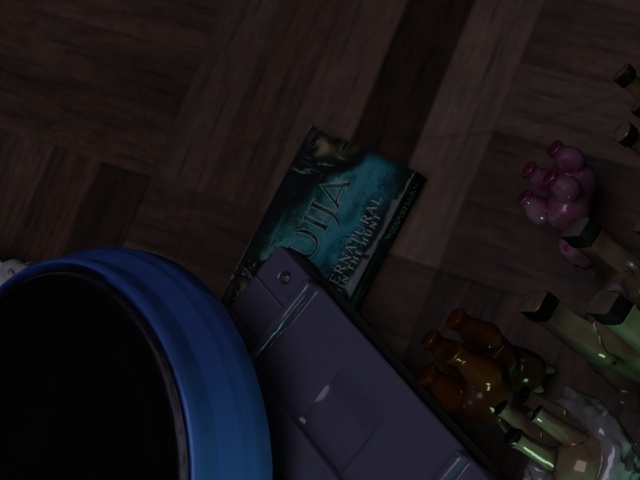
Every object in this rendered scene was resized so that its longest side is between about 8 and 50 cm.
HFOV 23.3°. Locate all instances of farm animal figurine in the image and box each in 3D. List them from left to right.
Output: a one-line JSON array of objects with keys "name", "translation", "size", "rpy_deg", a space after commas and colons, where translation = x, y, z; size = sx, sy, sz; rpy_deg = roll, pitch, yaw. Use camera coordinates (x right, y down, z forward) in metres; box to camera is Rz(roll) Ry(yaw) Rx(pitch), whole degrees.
[{"name": "farm animal figurine", "translation": [0.247, 0.043, 1.170], "size": [0.330, 0.172, 0.327], "rpy_deg": [-53, 17, 3]}]

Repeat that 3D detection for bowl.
[{"name": "bowl", "translation": [-0.203, 0.197, 1.322], "size": [0.391, 0.077, 0.391], "rpy_deg": [-6, 82, 43]}]

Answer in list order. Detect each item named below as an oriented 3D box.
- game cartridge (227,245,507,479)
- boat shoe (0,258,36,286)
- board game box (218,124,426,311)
[{"name": "game cartridge", "translation": [-0.006, 0.190, 1.266], "size": [0.230, 0.068, 0.355], "rpy_deg": [-49, 47, 7]}, {"name": "boat shoe", "translation": [-0.281, 0.061, 1.518], "size": [0.076, 0.083, 0.226], "rpy_deg": [-42, 71, -2]}, {"name": "board game box", "translation": [0.000, 0.000, 1.408], "size": [0.126, 0.026, 0.186], "rpy_deg": [26, 87, 32]}]
